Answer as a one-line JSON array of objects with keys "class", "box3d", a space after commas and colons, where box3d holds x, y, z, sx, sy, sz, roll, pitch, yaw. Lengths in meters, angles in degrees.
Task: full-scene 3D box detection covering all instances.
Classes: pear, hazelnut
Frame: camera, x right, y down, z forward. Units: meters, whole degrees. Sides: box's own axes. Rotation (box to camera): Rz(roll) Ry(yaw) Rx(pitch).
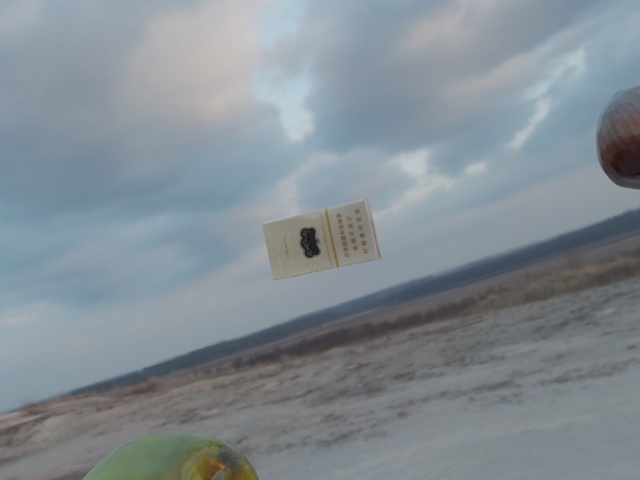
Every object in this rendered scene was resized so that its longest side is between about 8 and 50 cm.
[{"class": "pear", "box3d": [-0.208, 0.418, 0.854, 0.375, 0.287, 0.287, -53, -15, 11]}, {"class": "hazelnut", "box3d": [0.246, -0.079, 0.523, 0.087, 0.086, 0.086, -17, -6, -2]}]

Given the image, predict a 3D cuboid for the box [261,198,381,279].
[{"class": "box", "box3d": [0.000, 0.000, 1.024, 0.167, 0.089, 0.024, -12, -1, 19]}]
